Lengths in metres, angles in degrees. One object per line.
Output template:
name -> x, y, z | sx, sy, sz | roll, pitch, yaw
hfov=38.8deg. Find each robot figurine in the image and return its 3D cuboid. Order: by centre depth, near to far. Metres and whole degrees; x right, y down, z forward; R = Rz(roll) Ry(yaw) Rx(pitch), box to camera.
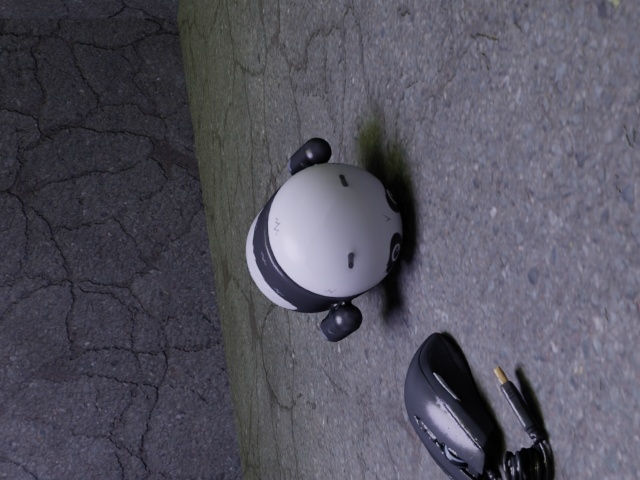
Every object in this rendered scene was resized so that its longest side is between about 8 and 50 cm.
robot figurine -> 0.003, 0.002, 1.165 | 0.209, 0.173, 0.278 | 42, 162, -3

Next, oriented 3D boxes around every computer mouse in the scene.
computer mouse -> 0.139, 0.174, 0.906 | 0.262, 0.060, 0.184 | -110, 21, -44
